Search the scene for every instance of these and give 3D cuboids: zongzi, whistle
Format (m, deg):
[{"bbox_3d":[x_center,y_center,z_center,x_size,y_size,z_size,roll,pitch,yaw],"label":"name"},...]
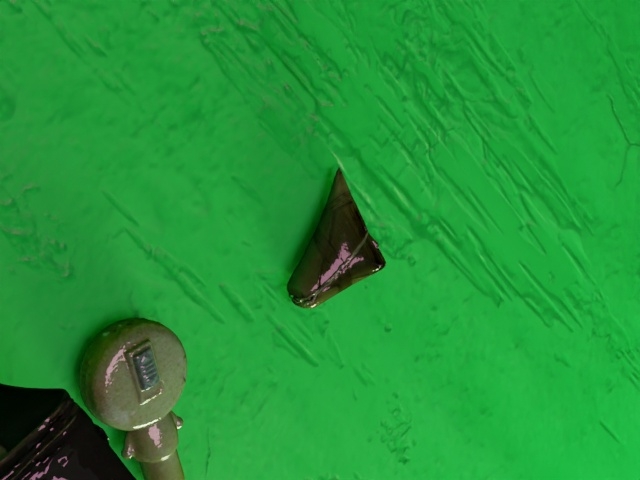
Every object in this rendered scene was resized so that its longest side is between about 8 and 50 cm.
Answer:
[{"bbox_3d":[0.000,0.000,1.531,0.104,0.052,0.113,-30,107,-26],"label":"zongzi"},{"bbox_3d":[-0.158,0.164,1.424,0.104,0.057,0.198,-29,118,-32],"label":"whistle"}]

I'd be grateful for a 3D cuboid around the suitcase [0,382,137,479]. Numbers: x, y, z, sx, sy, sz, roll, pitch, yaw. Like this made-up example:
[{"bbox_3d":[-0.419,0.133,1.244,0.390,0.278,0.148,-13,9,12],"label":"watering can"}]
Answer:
[{"bbox_3d":[-0.332,0.279,1.158,0.434,0.283,0.194,-41,107,-25],"label":"suitcase"}]
